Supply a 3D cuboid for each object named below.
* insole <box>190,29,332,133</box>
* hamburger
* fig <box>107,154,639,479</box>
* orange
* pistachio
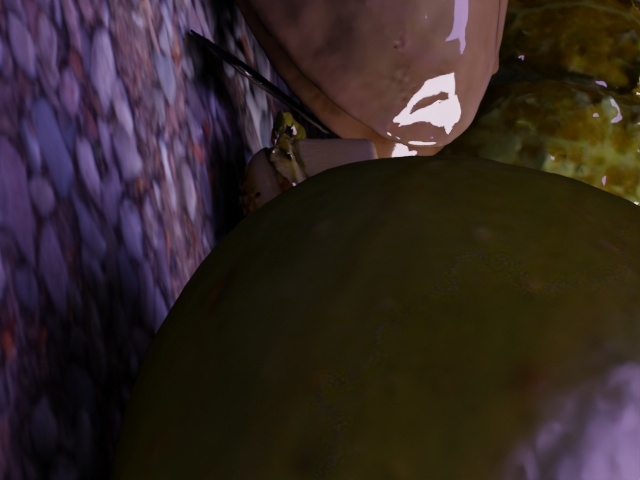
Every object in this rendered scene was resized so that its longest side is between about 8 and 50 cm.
[{"bbox_3d":[-0.029,-0.084,1.070,0.064,0.004,0.188,39,4,16],"label":"insole"},{"bbox_3d":[0.000,0.000,1.028,0.126,0.081,0.141,-102,-179,-73],"label":"hamburger"},{"bbox_3d":[0.039,0.108,0.735,0.326,0.258,0.258,-51,132,-58],"label":"fig"},{"bbox_3d":[0.118,-0.027,1.271,0.300,0.223,0.301,-109,-149,-77],"label":"orange"},{"bbox_3d":[0.020,-0.176,1.109,0.163,0.212,0.261,136,-39,-54],"label":"pistachio"}]
